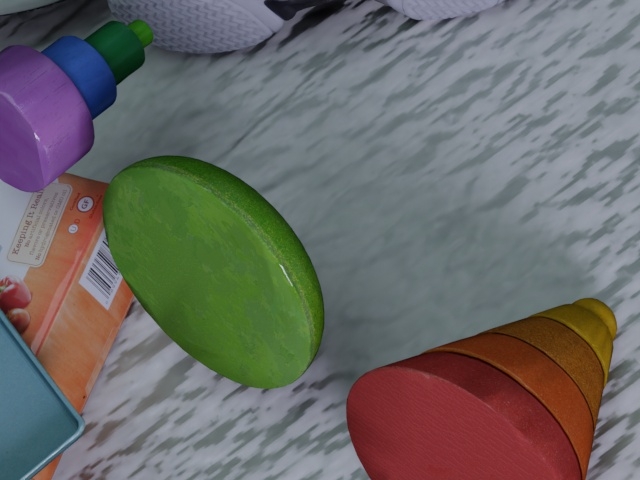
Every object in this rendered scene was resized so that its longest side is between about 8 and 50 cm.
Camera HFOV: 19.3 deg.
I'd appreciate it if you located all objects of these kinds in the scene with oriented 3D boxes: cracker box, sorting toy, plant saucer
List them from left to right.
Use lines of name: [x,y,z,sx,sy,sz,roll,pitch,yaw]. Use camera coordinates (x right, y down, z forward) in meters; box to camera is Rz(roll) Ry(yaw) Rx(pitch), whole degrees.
cracker box: [-0.222,0.027,1.002,0.232,0.067,0.155,13,69,26]
plant saucer: [-0.185,0.049,0.928,0.067,0.018,0.192,-41,58,-2]
sorting toy: [0.000,0.000,0.898,0.365,0.127,0.126,36,56,17]

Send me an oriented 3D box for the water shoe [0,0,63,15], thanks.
water shoe: [-0.208,-0.170,1.079,0.203,0.080,0.073,-7,21,18]

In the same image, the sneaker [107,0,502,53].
sneaker: [0.012,-0.198,1.009,0.269,0.101,0.153,-9,64,19]
